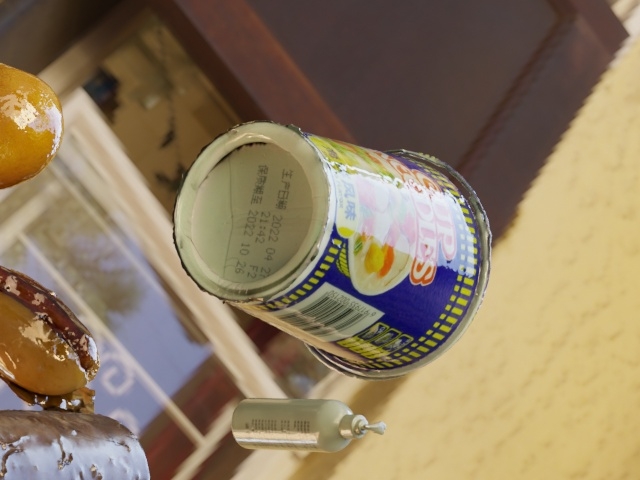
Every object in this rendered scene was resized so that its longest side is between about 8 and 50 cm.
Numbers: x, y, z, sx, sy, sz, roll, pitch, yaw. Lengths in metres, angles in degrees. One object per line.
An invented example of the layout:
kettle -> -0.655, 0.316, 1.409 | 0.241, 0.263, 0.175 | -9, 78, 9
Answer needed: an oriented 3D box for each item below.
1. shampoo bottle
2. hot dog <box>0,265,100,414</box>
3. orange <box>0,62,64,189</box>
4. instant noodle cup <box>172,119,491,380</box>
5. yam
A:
shampoo bottle -> -0.007, 0.191, 1.641 | 0.195, 0.056, 0.056 | -3, -143, 43
hot dog -> -0.404, 0.109, 2.108 | 0.107, 0.326, 0.194 | -49, -163, 19
orange -> -0.382, -0.138, 1.879 | 0.159, 0.136, 0.159 | -11, -135, 11
instant noodle cup -> 0.000, 0.000, 1.765 | 0.284, 0.284, 0.312 | -33, 154, 20
yam -> -0.253, 0.190, 1.257 | 0.131, 0.131, 0.279 | -32, 158, 25
